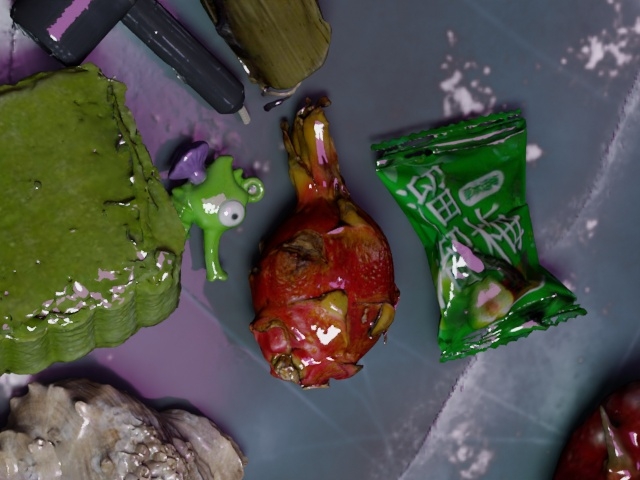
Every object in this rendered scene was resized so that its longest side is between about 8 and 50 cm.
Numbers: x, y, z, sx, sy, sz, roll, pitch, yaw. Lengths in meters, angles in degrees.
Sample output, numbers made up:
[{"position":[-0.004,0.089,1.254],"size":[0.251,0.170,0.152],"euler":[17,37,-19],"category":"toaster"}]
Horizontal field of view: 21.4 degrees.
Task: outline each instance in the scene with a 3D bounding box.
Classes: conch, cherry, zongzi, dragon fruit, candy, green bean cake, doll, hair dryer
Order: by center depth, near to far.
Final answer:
[{"position":[-0.219,-0.015,1.293],"size":[0.200,0.113,0.214],"euler":[-21,74,-18],"category":"green bean cake"},{"position":[-0.039,-0.196,1.316],"size":[0.094,0.204,0.205],"euler":[-28,108,-8],"category":"zongzi"},{"position":[-0.135,-0.159,1.370],"size":[0.219,0.071,0.124],"euler":[41,86,-30],"category":"hair dryer"},{"position":[-0.168,0.205,1.396],"size":[0.245,0.163,0.178],"euler":[3,132,-37],"category":"conch"},{"position":[-0.129,-0.001,1.401],"size":[0.190,0.050,0.115],"euler":[-33,102,-10],"category":"doll"},{"position":[0.000,0.000,1.418],"size":[0.125,0.125,0.246],"euler":[1,80,-54],"category":"dragon fruit"},{"position":[0.134,-0.005,1.483],"size":[0.141,0.078,0.203],"euler":[-18,93,-27],"category":"candy"},{"position":[0.325,0.247,1.527],"size":[0.300,0.203,0.230],"euler":[36,79,-30],"category":"cherry"}]
